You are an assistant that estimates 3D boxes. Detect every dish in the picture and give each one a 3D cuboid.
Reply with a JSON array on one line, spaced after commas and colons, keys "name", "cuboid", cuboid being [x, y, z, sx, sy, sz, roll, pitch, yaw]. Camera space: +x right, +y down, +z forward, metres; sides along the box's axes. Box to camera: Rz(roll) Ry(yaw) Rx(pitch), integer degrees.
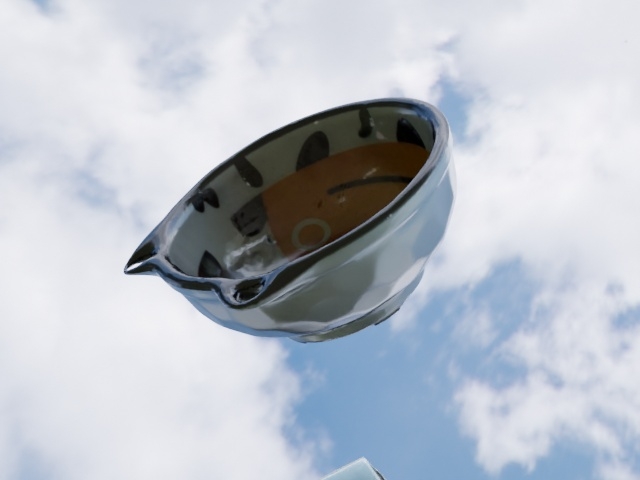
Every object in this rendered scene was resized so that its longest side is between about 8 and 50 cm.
[{"name": "dish", "cuboid": [0.000, 0.000, 1.106, 0.303, 0.303, 0.120, -20, -62, 15]}]

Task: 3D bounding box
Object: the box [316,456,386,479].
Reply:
[{"name": "box", "cuboid": [-0.044, 0.324, 1.341, 0.079, 0.269, 0.135, 53, -52, 17]}]
